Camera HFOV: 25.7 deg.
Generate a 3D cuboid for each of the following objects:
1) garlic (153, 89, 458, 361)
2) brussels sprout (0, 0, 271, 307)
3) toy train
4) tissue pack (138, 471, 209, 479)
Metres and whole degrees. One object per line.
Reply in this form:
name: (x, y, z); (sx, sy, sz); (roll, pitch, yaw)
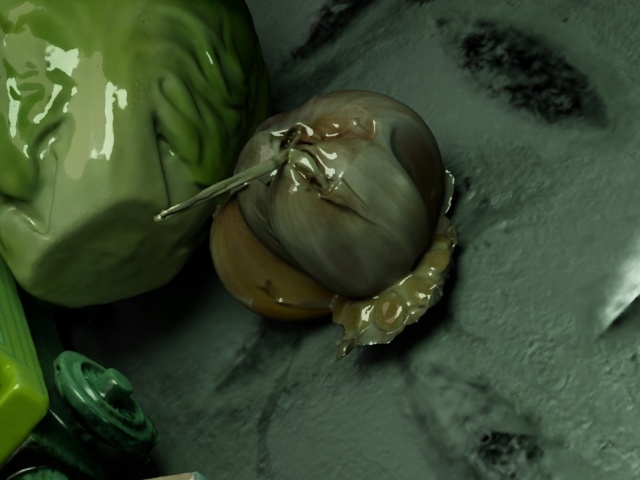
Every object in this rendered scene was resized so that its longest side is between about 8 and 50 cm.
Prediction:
garlic: (0.000, 0.000, 1.075); (0.207, 0.257, 0.207); (7, 106, 26)
brussels sprout: (-0.187, -0.110, 1.202); (0.281, 0.289, 0.354); (-12, 51, 5)
toy train: (-0.309, 0.077, 1.173); (0.179, 0.272, 0.442); (-46, 33, 6)
tissue pack: (-0.115, 0.234, 1.089); (0.074, 0.059, 0.094); (-14, 53, 28)
